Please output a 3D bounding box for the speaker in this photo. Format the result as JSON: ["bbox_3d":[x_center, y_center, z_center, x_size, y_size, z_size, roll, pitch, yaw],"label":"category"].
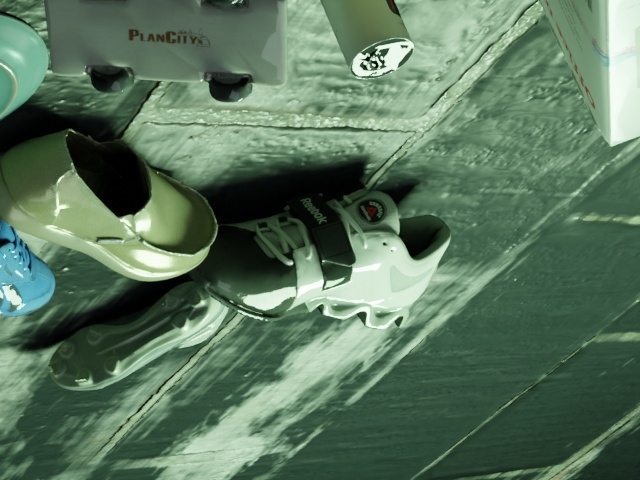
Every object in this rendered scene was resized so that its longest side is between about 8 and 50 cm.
[{"bbox_3d":[0.025,-0.195,1.461,0.055,0.136,0.055,-17,155,-8],"label":"speaker"}]

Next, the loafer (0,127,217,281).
[{"bbox_3d":[-0.177,-0.033,1.675,0.092,0.102,0.268,-29,155,30],"label":"loafer"}]

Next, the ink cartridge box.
[{"bbox_3d":[0.231,-0.247,1.413,0.131,0.226,0.306,-20,157,2],"label":"ink cartridge box"}]

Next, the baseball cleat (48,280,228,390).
[{"bbox_3d":[-0.187,0.110,2.001,0.205,0.072,0.109,-24,162,15],"label":"baseball cleat"}]

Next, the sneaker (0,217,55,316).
[{"bbox_3d":[-0.298,0.015,1.719,0.082,0.069,0.209,-34,153,18],"label":"sneaker"}]

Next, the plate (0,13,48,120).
[{"bbox_3d":[-0.306,-0.119,1.489,0.188,0.024,0.188,-17,155,-8],"label":"plate"}]

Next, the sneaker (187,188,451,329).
[{"bbox_3d":[0.000,0.000,1.894,0.330,0.122,0.146,4,131,-47],"label":"sneaker"}]

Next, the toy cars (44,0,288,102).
[{"bbox_3d":[-0.036,-0.226,1.400,0.393,0.087,0.176,-32,116,25],"label":"toy cars"}]
